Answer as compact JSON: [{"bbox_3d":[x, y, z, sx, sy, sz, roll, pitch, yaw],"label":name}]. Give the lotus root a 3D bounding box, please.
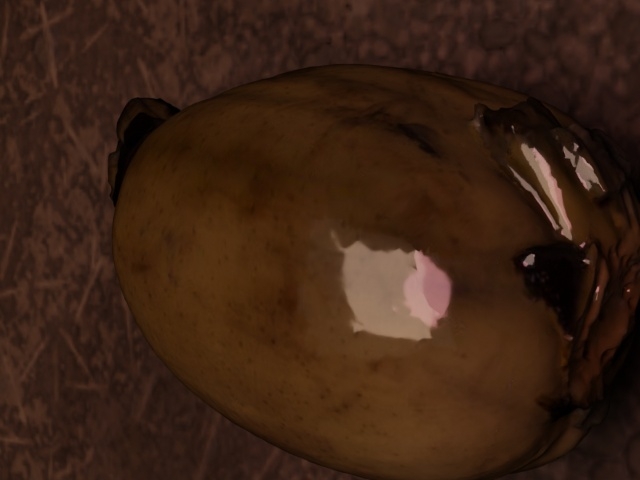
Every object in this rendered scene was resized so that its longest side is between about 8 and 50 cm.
[{"bbox_3d":[0.000,0.000,0.679,0.310,0.182,0.183,20,105,40],"label":"lotus root"}]
